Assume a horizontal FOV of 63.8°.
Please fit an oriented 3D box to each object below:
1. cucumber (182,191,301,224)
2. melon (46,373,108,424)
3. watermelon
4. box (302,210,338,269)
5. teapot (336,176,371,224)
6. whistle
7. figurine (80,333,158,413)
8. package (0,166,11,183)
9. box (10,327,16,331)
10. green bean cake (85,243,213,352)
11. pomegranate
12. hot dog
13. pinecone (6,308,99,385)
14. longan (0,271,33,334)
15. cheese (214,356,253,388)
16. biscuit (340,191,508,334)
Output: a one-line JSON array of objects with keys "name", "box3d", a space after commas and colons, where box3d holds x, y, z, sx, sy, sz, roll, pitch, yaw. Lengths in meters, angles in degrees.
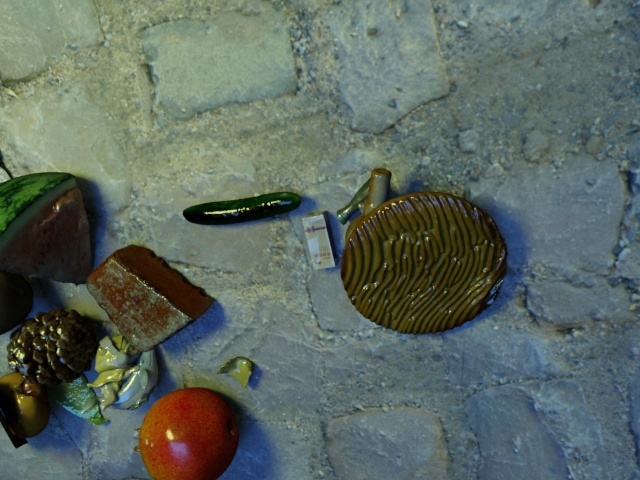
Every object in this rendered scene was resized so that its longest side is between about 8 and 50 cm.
[{"name": "cucumber", "box3d": [-0.170, -0.064, 1.080, 0.284, 0.056, 0.056, -6, 103, 20]}, {"name": "melon", "box3d": [-0.640, 0.373, 1.328, 0.114, 0.053, 0.261, -36, 98, 2]}, {"name": "watermelon", "box3d": [-0.658, -0.023, 1.143, 0.250, 0.283, 0.292, 30, 149, 18]}, {"name": "box", "box3d": [0.000, 0.000, 1.063, 0.051, 0.036, 0.117, -11, 102, 17]}, {"name": "teapot", "box3d": [0.077, -0.077, 1.022, 0.111, 0.043, 0.043, -41, 92, 22]}, {"name": "whistle", "box3d": [0.105, -0.035, 0.994, 0.107, 0.057, 0.220, 8, 124, 4]}, {"name": "figurine", "box3d": [-0.474, 0.318, 1.207, 0.208, 0.128, 0.183, -40, 93, -21]}, {"name": "package", "box3d": [-0.819, -0.159, 1.225, 0.171, 0.027, 0.173, -18, 102, 16]}, {"name": "box", "box3d": [-0.802, 0.182, 1.263, 0.089, 0.125, 0.043, -48, 58, 21]}, {"name": "green bean cake", "box3d": [-0.391, 0.119, 1.159, 0.198, 0.097, 0.232, -38, 93, 21]}, {"name": "pomegranate", "box3d": [-0.315, 0.454, 1.177, 0.257, 0.221, 0.220, -18, 100, 26]}, {"name": "hot dog", "box3d": [-0.747, 0.404, 1.284, 0.326, 0.107, 0.194, -31, 89, 52]}, {"name": "pinecone", "box3d": [-0.633, 0.251, 1.203, 0.205, 0.184, 0.179, -15, 70, 12]}, {"name": "longan", "box3d": [-0.740, 0.133, 1.144, 0.168, 0.187, 0.167, -3, 83, 31]}, {"name": "cheese", "box3d": [-0.200, 0.299, 1.192, 0.084, 0.041, 0.060, 18, 116, -4]}, {"name": "biscuit", "box3d": [0.196, 0.055, 0.986, 0.318, 0.040, 0.317, 1, 118, 3]}]
